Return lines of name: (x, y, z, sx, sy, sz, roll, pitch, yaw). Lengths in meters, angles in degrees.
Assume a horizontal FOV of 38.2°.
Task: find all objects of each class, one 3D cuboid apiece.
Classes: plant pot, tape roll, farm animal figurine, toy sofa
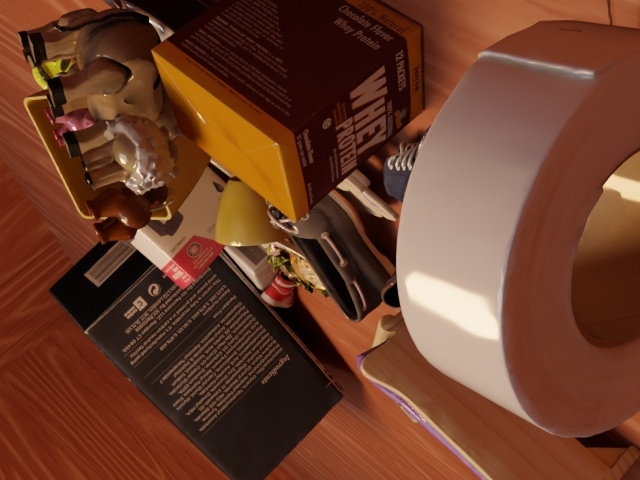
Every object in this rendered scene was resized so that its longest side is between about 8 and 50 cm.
plant pot: (-0.105, -0.054, 1.462, 0.134, 0.134, 0.095, 18, 116, 56)
tape roll: (0.188, -0.010, 0.656, 0.100, 0.286, 0.286, 26, 151, 48)
farm animal figurine: (-0.243, -0.182, 1.120, 0.330, 0.172, 0.327, 66, 165, 9)
plant pot: (-0.282, -0.171, 1.423, 0.212, 0.187, 0.212, 2, 124, 38)
toy sofa: (0.216, 0.238, 1.228, 0.362, 0.177, 0.150, 41, 159, 17)

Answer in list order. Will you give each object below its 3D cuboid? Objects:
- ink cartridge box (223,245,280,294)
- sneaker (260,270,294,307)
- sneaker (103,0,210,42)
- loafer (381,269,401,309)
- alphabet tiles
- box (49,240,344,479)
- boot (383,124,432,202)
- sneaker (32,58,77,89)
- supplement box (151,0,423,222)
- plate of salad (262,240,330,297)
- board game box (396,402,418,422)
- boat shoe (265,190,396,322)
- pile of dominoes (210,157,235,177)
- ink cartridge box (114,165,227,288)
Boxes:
ink cartridge box: (-0.188, 0.003, 1.821, 0.275, 0.060, 0.239, 42, 168, 18)
sneaker: (-0.066, 0.091, 1.766, 0.042, 0.067, 0.118, 40, -171, 17)
sneaker: (-0.231, -0.308, 1.248, 0.290, 0.106, 0.123, 45, 158, 4)
loafer: (0.164, 0.040, 1.081, 0.109, 0.095, 0.302, 50, 161, -7)
alphabet tiles: (-0.028, -0.114, 1.174, 0.278, 0.021, 0.284, 39, 177, -14)
box: (-0.273, 0.205, 1.935, 0.472, 0.297, 0.480, 49, 167, -21)
boot: (0.105, -0.081, 1.015, 0.086, 0.069, 0.190, 37, 160, 22)
sneaker: (-0.435, -0.259, 1.824, 0.295, 0.109, 0.123, 50, -176, -10)
supplement box: (-0.028, -0.163, 0.958, 0.191, 0.194, 0.129, 38, 159, 27)
plate of salad: (-0.031, 0.052, 1.527, 0.199, 0.048, 0.200, 30, 171, 5)
board game box: (0.173, 0.251, 1.555, 0.124, 0.039, 0.259, 48, 163, -2)
boat shoe: (0.000, 0.000, 1.251, 0.112, 0.095, 0.335, 28, 166, 48)
pile of dominoes: (-0.186, -0.157, 1.579, 0.251, 0.040, 0.196, 37, 158, 8)
ink cartridge box: (-0.260, -0.062, 1.597, 0.237, 0.172, 0.100, 43, 157, -7)
